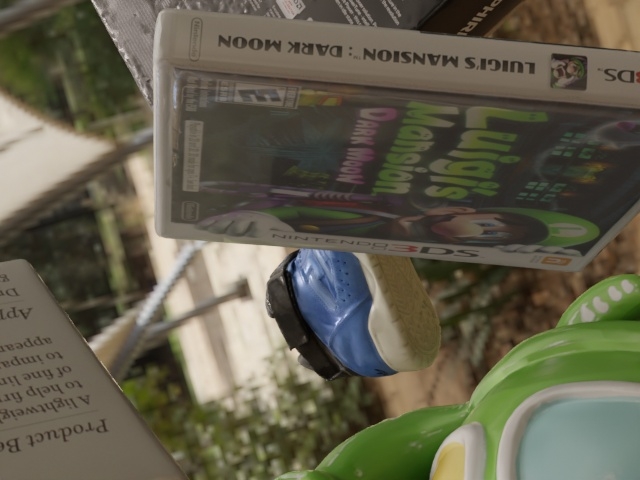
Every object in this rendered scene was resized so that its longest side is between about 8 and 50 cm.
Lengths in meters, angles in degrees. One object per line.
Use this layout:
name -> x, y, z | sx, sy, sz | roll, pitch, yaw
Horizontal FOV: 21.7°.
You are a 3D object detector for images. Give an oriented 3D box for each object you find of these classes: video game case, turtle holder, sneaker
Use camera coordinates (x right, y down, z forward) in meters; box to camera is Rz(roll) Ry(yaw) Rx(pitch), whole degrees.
video game case -> 0.029, -0.027, 0.573 | 0.190, 0.173, 0.022 | 109, 165, -73
turtle holder -> 0.140, 0.159, 0.842 | 0.320, 0.227, 0.243 | 34, 135, 5
sneaker -> 0.000, 0.000, 0.854 | 0.058, 0.084, 0.152 | -33, -74, -55

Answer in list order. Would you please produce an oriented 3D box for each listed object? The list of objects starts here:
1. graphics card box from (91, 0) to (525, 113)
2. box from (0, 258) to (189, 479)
graphics card box -> 0.013, -0.205, 1.164 | 0.371, 0.094, 0.233 | -43, 66, 29
box -> -0.155, 0.122, 0.513 | 0.119, 0.181, 0.182 | 47, 136, 41
